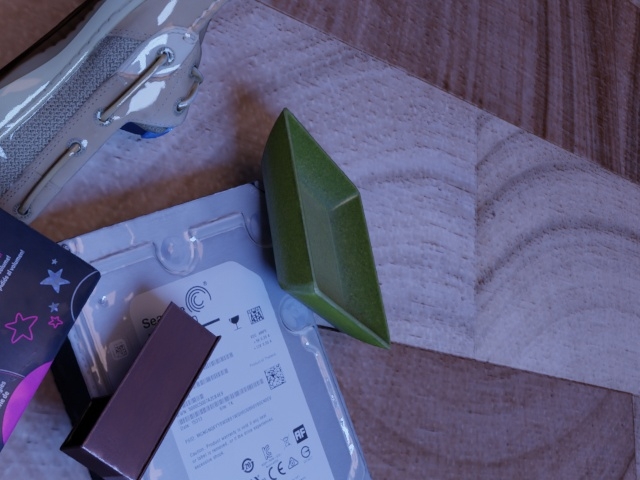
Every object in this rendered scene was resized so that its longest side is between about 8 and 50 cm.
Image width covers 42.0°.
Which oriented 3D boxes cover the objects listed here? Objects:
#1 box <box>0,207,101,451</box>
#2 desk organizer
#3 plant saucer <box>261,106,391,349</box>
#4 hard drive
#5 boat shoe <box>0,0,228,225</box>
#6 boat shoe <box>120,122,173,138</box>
[{"bbox_3d":[-0.279,0.096,0.513,0.142,0.163,0.247,38,58,-23],"label":"box"},{"bbox_3d":[-0.133,0.113,0.623,0.050,0.047,0.130,42,55,-21],"label":"desk organizer"},{"bbox_3d":[0.000,0.000,0.789,0.188,0.045,0.188,42,32,-57],"label":"plant saucer"},{"bbox_3d":[-0.092,0.136,0.724,0.237,0.064,0.339,-21,91,-41],"label":"hard drive"},{"bbox_3d":[-0.150,-0.137,0.651,0.341,0.121,0.110,-39,113,-3],"label":"boat shoe"},{"bbox_3d":[-0.152,-0.224,0.740,0.089,0.109,0.258,13,68,-33],"label":"boat shoe"}]
